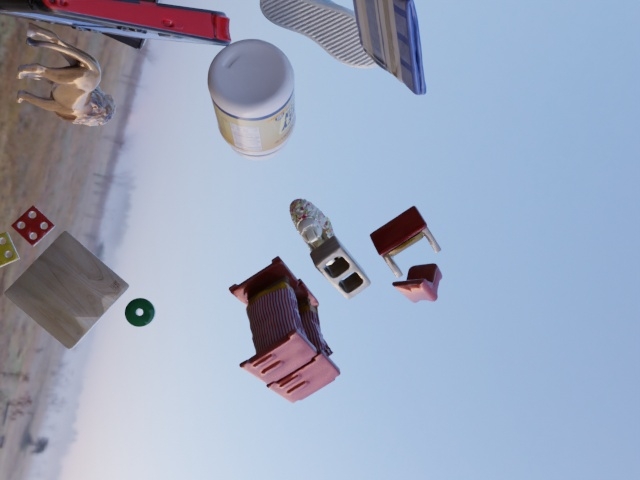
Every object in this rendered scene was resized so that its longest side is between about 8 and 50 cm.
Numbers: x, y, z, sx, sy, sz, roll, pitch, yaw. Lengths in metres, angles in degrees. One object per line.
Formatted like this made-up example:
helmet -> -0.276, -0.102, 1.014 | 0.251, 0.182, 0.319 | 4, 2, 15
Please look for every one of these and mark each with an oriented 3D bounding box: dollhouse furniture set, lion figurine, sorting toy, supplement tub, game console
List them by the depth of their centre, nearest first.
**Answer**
sorting toy -> -0.399, 0.072, 1.021 | 0.132, 0.274, 0.046 | -50, -177, -11
game console -> -0.378, -0.380, 1.114 | 0.386, 0.342, 0.060 | 20, -68, 43
dollhouse furniture set -> 0.037, 0.089, 1.138 | 0.374, 0.152, 0.201 | -34, -142, 10
lion figurine -> -0.621, -0.392, 1.630 | 0.392, 0.240, 0.142 | -9, -112, 67
supplement tub -> -0.182, -0.376, 1.806 | 0.316, 0.228, 0.228 | 93, 1, -71

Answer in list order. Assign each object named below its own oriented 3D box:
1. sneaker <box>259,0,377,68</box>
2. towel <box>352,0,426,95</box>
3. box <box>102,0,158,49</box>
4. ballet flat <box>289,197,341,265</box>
sneaker -> 0.022, -0.600, 1.768 | 0.135, 0.366, 0.150 | -57, -172, 36
towel -> 0.134, -0.434, 1.320 | 0.285, 0.034, 0.209 | -122, -168, -49
box -> -0.499, -0.635, 1.487 | 0.293, 0.295, 0.073 | -60, -163, 26
ballet flat -> 0.000, 0.000, 1.657 | 0.091, 0.241, 0.077 | -28, -158, 19
